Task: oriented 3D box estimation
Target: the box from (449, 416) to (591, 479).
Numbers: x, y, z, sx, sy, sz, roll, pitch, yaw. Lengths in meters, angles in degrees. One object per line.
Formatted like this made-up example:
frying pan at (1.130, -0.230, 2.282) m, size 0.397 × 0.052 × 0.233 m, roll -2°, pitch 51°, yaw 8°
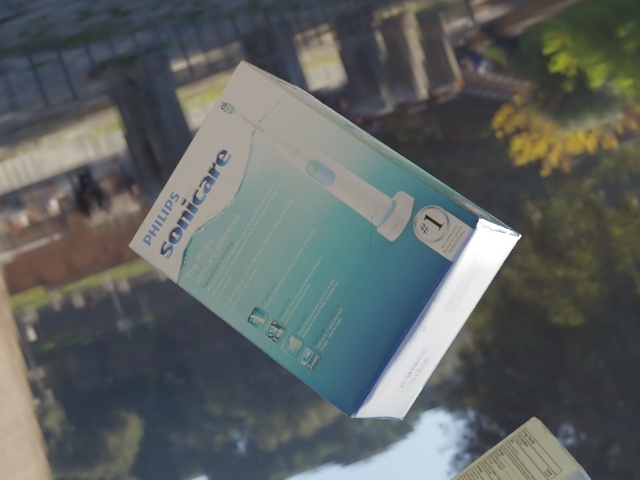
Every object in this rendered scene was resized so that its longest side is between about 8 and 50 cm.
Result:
box at (0.227, 0.353, 1.859) m, size 0.232 × 0.127 × 0.148 m, roll -36°, pitch -156°, yaw 0°

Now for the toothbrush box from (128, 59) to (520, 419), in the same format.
toothbrush box at (0.000, 0.000, 1.439) m, size 0.216 × 0.295 × 0.126 m, roll -59°, pitch 156°, yaw 7°
